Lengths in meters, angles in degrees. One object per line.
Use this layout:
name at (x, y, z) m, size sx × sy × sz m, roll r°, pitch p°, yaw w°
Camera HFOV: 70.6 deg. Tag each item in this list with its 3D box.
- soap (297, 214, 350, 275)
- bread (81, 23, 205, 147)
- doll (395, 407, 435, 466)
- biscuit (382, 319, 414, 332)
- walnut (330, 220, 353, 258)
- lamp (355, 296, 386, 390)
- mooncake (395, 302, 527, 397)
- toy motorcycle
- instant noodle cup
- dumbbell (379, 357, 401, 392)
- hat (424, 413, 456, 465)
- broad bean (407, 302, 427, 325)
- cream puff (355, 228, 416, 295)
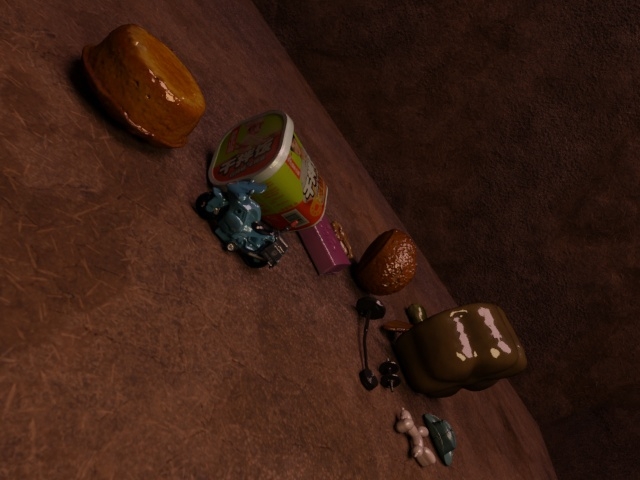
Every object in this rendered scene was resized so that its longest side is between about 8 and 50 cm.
soap at (0.001, -0.001, 1.680) m, size 0.259 × 0.081 × 0.181 m, roll 62°, pitch 20°, yaw 14°
bread at (-0.423, -0.372, 1.112) m, size 0.312 × 0.172 × 0.312 m, roll 49°, pitch 19°, yaw -23°
doll at (0.299, 0.626, 1.454) m, size 0.160 × 0.059 × 0.161 m, roll 46°, pitch 23°, yaw -32°
biscuit at (0.331, 0.360, 1.868) m, size 0.206 × 0.126 × 0.025 m, roll 7°, pitch 91°, yaw -66°
walnut at (0.075, 0.001, 1.871) m, size 0.143 × 0.069 × 0.170 m, roll 30°, pitch 34°, yaw -55°
lamp at (0.178, 0.329, 1.549) m, size 0.130 × 0.109 × 0.371 m, roll 47°, pitch 22°, yaw -16°
mooncake at (0.539, 0.438, 1.759) m, size 0.467 × 0.467 × 0.262 m, roll 31°, pitch 39°, yaw -51°
toy motorcycle at (-0.181, -0.050, 1.183) m, size 0.272 × 0.182 × 0.123 m, roll 50°, pitch 8°, yaw -22°
instant noodle cup at (-0.136, -0.187, 1.388) m, size 0.308 × 0.294 × 0.293 m, roll 49°, pitch 20°, yaw -46°
dumbbell at (0.237, 0.459, 1.547) m, size 0.069 × 0.069 × 0.147 m, roll 48°, pitch 21°, yaw -24°
hat at (0.455, 0.715, 1.655) m, size 0.138 × 0.078 × 0.190 m, roll 19°, pitch 42°, yaw -58°
broad bean at (0.489, 0.393, 2.247) m, size 0.124 × 0.082 × 0.174 m, roll 20°, pitch 51°, yaw -59°
cream puff at (0.282, 0.104, 1.866) m, size 0.212 × 0.303 × 0.303 m, roll 42°, pitch 21°, yaw -5°
